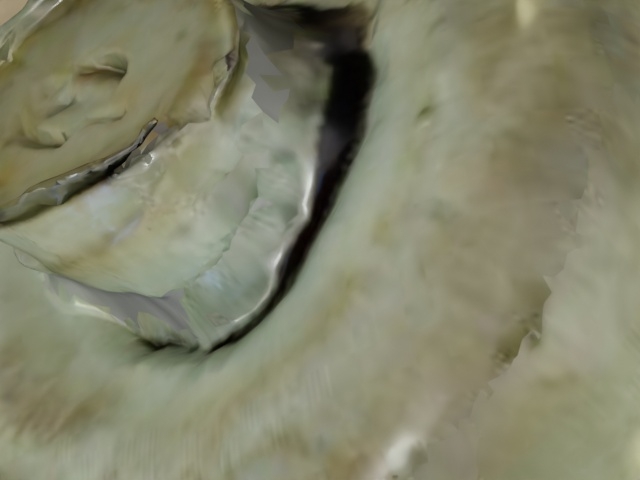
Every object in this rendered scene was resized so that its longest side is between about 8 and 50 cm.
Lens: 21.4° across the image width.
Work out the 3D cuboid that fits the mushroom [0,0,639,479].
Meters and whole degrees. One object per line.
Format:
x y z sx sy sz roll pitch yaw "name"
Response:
0.000 0.000 0.650 0.260 0.352 0.352 39 72 -37 "mushroom"
